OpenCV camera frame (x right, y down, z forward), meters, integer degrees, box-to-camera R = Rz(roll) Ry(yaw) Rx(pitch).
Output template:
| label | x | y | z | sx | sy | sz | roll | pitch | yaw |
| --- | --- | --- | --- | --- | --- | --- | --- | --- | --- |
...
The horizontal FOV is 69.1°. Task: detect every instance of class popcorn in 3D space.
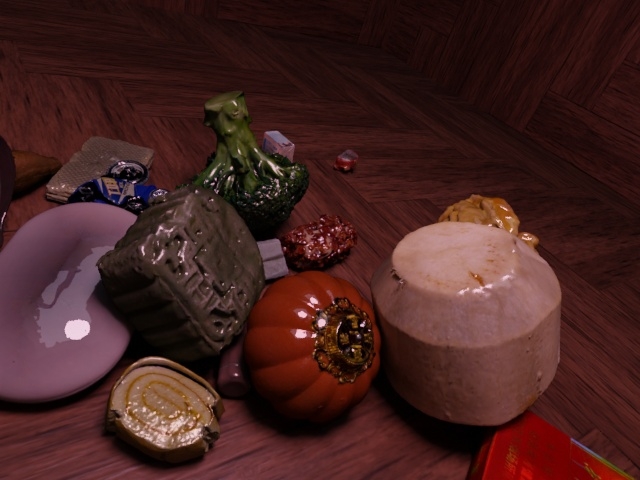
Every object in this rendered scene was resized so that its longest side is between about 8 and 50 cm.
| label | x | y | z | sx | sy | sz | roll | pitch | yaw |
| --- | --- | --- | --- | --- | --- | --- | --- | --- | --- |
| popcorn | 0.367 | 0.052 | 1.033 | 0.265 | 0.225 | 0.332 | 40 | 28 | -16 |

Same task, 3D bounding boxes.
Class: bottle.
| label | x | y | z | sx | sy | sz | roll | pitch | yaw |
| --- | --- | --- | --- | --- | --- | --- | --- | --- | --- |
| bottle | -0.132 | 0.176 | 0.732 | 0.053 | 0.053 | 0.140 | 11 | 35 | -14 |

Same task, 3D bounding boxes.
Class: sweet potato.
| label | x | y | z | sx | sy | sz | roll | pitch | yaw |
| --- | --- | --- | --- | --- | --- | --- | --- | --- | --- |
| sweet potato | -0.604 | -0.120 | 0.867 | 0.112 | 0.085 | 0.286 | -18 | 20 | 26 |

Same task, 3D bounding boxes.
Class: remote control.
| label | x | y | z | sx | sy | sz | roll | pitch | yaw |
| --- | --- | --- | --- | --- | --- | --- | --- | --- | --- |
| remote control | -0.366 | 0.072 | 0.675 | 0.221 | 0.103 | 0.332 | 16 | 47 | -6 |

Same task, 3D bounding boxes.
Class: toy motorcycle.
| label | x | y | z | sx | sy | sz | roll | pitch | yaw |
| --- | --- | --- | --- | --- | --- | --- | --- | --- | --- |
| toy motorcycle | -0.365 | -0.040 | 0.873 | 0.169 | 0.113 | 0.315 | -18 | 57 | -30 |

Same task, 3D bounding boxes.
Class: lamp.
| label | x | y | z | sx | sy | sz | roll | pitch | yaw |
| --- | --- | --- | --- | --- | --- | --- | --- | --- | --- |
| lamp | -0.008 | 0.156 | 0.699 | 0.223 | 0.196 | 0.223 | 12 | 69 | -35 |

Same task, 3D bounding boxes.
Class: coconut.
| label | x | y | z | sx | sy | sz | roll | pitch | yaw |
| --- | --- | --- | --- | --- | --- | --- | --- | --- | --- |
| coconut | 0.235 | 0.138 | 0.764 | 0.323 | 0.323 | 0.323 | 14 | 34 | -10 |

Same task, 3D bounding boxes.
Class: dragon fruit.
| label | x | y | z | sx | sy | sz | roll | pitch | yaw |
| --- | --- | --- | --- | --- | --- | --- | --- | --- | --- |
| dragon fruit | 0.085 | -0.242 | 1.445 | 0.060 | 0.056 | 0.083 | 29 | 38 | 16 |

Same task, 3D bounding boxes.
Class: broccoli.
| label | x | y | z | sx | sy | sz | roll | pitch | yaw |
| --- | --- | --- | --- | --- | --- | --- | --- | --- | --- |
| broccoli | -0.173 | -0.144 | 0.970 | 0.298 | 0.297 | 0.297 | -12 | 28 | 7 |

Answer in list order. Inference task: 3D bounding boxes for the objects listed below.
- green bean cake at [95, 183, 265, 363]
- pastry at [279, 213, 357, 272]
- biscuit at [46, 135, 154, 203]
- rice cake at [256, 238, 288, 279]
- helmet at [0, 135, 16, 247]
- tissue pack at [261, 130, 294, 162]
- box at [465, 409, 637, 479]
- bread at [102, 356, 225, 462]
| label | x | y | z | sx | sy | sz | roll | pitch | yaw |
| --- | --- | --- | --- | --- | --- | --- | --- | --- | --- |
| green bean cake | -0.193 | 0.040 | 0.701 | 0.222 | 0.125 | 0.227 | 58 | 28 | -23 |
| pastry | 0.001 | 0.002 | 1.021 | 0.208 | 0.097 | 0.115 | -19 | 60 | -46 |
| biscuit | -0.474 | -0.153 | 1.020 | 0.150 | 0.052 | 0.252 | 14 | 35 | -9 |
| rice cake | -0.159 | 0.047 | 0.874 | 0.226 | 0.085 | 0.040 | -9 | 8 | -39 |
| helmet | -0.593 | -0.048 | 0.657 | 0.177 | 0.225 | 0.305 | 3 | 43 | -5 |
| tissue pack | -0.125 | -0.269 | 1.356 | 0.059 | 0.074 | 0.094 | -18 | 50 | -34 |
| box | 0.370 | 0.395 | 0.659 | 0.313 | 0.089 | 0.197 | 32 | 34 | 16 |
| bread | -0.203 | 0.226 | 0.614 | 0.156 | 0.064 | 0.117 | 28 | 38 | 10 |
